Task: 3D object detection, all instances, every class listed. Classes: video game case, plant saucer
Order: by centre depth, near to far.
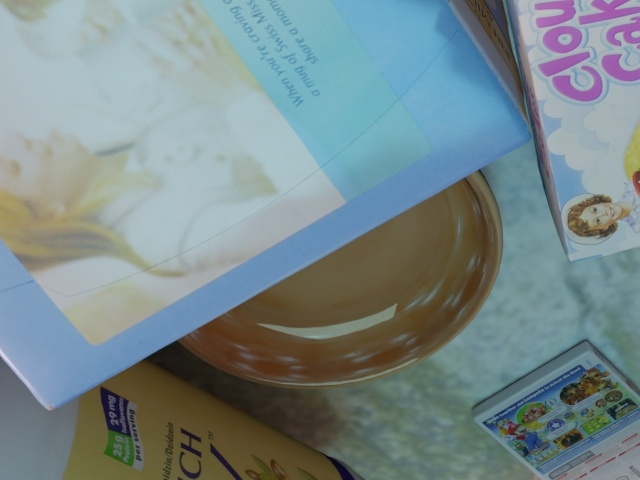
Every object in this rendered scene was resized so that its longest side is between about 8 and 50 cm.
[{"bbox_3d":[0.000,0.000,1.077,0.199,0.037,0.200,-3,130,-3],"label":"plant saucer"},{"bbox_3d":[0.164,0.118,1.212,0.087,0.011,0.122,-33,126,22],"label":"video game case"}]

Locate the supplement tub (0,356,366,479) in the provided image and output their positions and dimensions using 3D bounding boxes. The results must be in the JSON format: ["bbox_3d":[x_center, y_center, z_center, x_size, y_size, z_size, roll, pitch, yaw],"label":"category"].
[{"bbox_3d":[-0.145,0.173,1.076,0.331,0.241,0.241,31,121,-29],"label":"supplement tub"}]

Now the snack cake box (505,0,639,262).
[{"bbox_3d":[0.166,-0.122,0.948,0.152,0.089,0.264,-15,133,5],"label":"snack cake box"}]

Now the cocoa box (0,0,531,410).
[{"bbox_3d":[-0.106,-0.159,0.754,0.231,0.228,0.347,-30,116,14],"label":"cocoa box"}]
